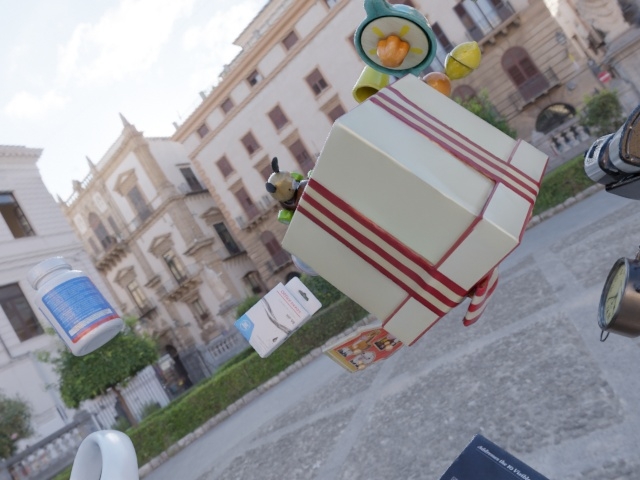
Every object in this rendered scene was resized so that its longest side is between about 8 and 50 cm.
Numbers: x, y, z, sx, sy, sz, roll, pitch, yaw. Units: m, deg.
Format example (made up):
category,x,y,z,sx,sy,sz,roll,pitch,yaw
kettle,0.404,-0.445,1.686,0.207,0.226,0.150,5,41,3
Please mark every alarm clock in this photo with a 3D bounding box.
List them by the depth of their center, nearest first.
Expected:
category,x,y,z,sx,sy,sz,roll,pitch,yaw
alarm clock,0.518,0.111,0.719,0.129,0.064,0.191,-54,-26,-40

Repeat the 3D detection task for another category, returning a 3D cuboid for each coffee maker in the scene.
category,x,y,z,sx,sy,sz,roll,pitch,yaw
coffee maker,0.508,-0.116,0.632,0.120,0.171,0.178,-46,-14,12

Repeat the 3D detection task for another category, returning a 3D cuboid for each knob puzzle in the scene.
category,x,y,z,sx,sy,sz,roll,pitch,yaw
knob puzzle,0.125,0.243,0.958,0.213,0.029,0.213,-12,-41,-11

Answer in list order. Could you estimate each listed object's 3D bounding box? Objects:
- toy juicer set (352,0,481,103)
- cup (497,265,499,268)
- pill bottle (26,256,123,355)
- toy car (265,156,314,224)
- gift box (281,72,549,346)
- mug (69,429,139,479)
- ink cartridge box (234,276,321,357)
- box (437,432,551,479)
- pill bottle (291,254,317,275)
category,x,y,z,sx,sy,sz,roll,pitch,yaw
toy juicer set,0.158,-0.315,0.684,0.329,0.210,0.089,80,-154,-71
cup,0.360,0.020,1.194,0.237,0.330,0.331,1,22,46
pill bottle,-0.581,0.149,0.994,0.124,0.221,0.124,-40,-6,-5
toy car,-0.087,-0.151,1.190,0.149,0.154,0.188,-1,-22,29
gift box,0.133,-0.031,0.585,0.255,0.258,0.276,-46,-12,-39
mug,-0.325,0.466,0.586,0.276,0.373,0.328,15,-24,-35
ink cartridge box,-0.096,0.173,0.985,0.180,0.104,0.060,-42,-14,-7
box,0.471,0.851,1.051,0.472,0.297,0.480,-33,34,-28
pill bottle,0.000,0.000,0.777,0.087,0.087,0.160,-30,-14,-24
